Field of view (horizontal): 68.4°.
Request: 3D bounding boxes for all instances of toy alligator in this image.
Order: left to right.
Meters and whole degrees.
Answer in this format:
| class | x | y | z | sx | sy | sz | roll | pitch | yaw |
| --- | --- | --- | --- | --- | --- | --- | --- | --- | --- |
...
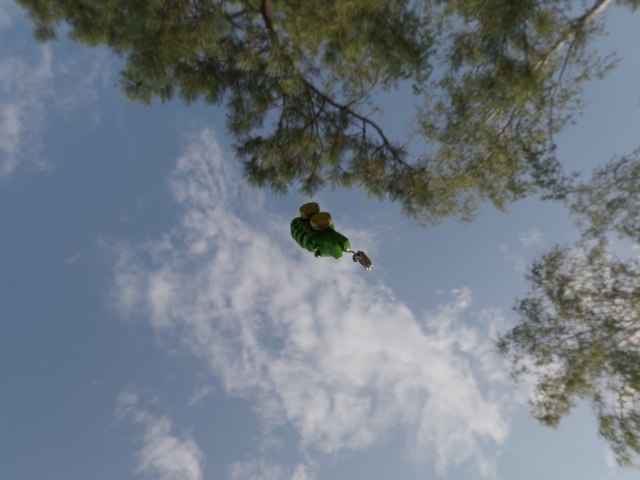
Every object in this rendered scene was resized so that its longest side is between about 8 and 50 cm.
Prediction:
| class | x | y | z | sx | sy | sz | roll | pitch | yaw |
| --- | --- | --- | --- | --- | --- | --- | --- | --- | --- |
| toy alligator | 0.000 | 0.000 | 0.615 | 0.051 | 0.189 | 0.056 | -27 | -57 | -12 |
